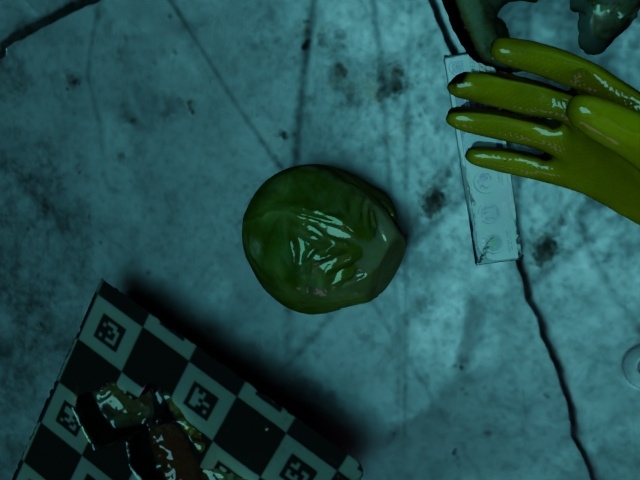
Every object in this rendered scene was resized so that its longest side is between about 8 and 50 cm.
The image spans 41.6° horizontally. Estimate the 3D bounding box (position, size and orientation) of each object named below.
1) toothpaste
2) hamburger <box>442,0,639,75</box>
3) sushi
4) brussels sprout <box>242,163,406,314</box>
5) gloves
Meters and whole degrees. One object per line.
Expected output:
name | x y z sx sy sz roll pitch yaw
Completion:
toothpaste | 0.151 -0.076 0.774 0.047 0.040 0.196 -8 100 15
hamburger | 0.167 -0.294 0.649 0.167 0.192 0.288 -4 133 25
sushi | -0.162 0.269 0.941 0.343 0.064 0.359 34 111 13
brussels sprout | -0.002 0.002 0.800 0.155 0.117 0.155 3 97 26
gloves | 0.237 -0.067 0.680 0.294 0.116 0.133 22 132 2
